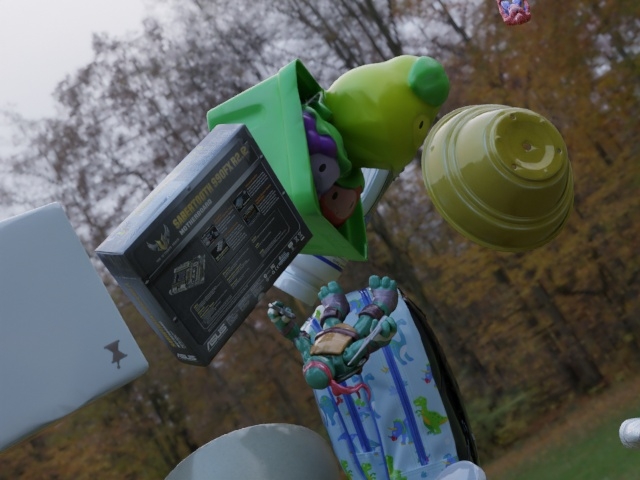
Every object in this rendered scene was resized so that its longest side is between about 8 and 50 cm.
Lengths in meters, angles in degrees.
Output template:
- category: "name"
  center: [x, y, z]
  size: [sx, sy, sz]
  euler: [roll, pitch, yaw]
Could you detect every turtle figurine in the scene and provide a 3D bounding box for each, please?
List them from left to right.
- category: "turtle figurine"
  center: [0.018, 0.121, 1.192]
  size: [0.175, 0.118, 0.234]
  euler: [8, 23, 16]

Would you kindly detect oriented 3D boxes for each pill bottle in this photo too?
- category: "pill bottle"
  center: [0.000, 0.000, 2.042]
  size: [0.272, 0.152, 0.152]
  euler: [-61, -15, -3]

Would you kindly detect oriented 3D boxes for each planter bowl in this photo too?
- category: "planter bowl"
  center: [0.246, -0.101, 1.187]
  size: [0.217, 0.217, 0.090]
  euler: [-24, -14, -25]

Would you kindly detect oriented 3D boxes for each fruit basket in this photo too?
- category: "fruit basket"
  center: [0.041, -0.137, 1.489]
  size: [0.392, 0.283, 0.392]
  euler: [-7, -15, -2]

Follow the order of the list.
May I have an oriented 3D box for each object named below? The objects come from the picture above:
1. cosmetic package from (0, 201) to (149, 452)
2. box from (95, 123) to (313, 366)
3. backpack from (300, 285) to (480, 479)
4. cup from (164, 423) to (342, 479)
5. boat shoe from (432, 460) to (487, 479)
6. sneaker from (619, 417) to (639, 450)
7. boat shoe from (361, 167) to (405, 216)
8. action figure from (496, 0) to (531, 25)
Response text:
- category: "cosmetic package"
  center: [-0.565, 0.193, 1.569]
  size: [0.329, 0.327, 0.393]
  euler: [-27, -3, -42]
- category: "box"
  center: [-0.128, 0.003, 1.100]
  size: [0.056, 0.183, 0.231]
  euler: [3, 45, 45]
- category: "backpack"
  center: [0.105, 0.243, 1.418]
  size: [0.273, 0.356, 0.290]
  euler: [-5, -3, 5]
- category: "cup"
  center: [-0.082, 0.492, 1.481]
  size: [0.331, 0.237, 0.331]
  euler: [-14, -52, -19]
- category: "boat shoe"
  center: [0.156, 0.412, 1.212]
  size: [0.084, 0.095, 0.258]
  euler: [29, -91, -29]
- category: "sneaker"
  center: [0.645, 0.333, 1.647]
  size: [0.212, 0.080, 0.094]
  euler: [-12, -12, -4]
- category: "boat shoe"
  center: [0.141, -0.176, 1.938]
  size: [0.094, 0.302, 0.109]
  euler: [26, -7, -30]
- category: "action figure"
  center: [0.246, -0.300, 1.196]
  size: [0.038, 0.115, 0.030]
  euler: [-9, -56, 5]
